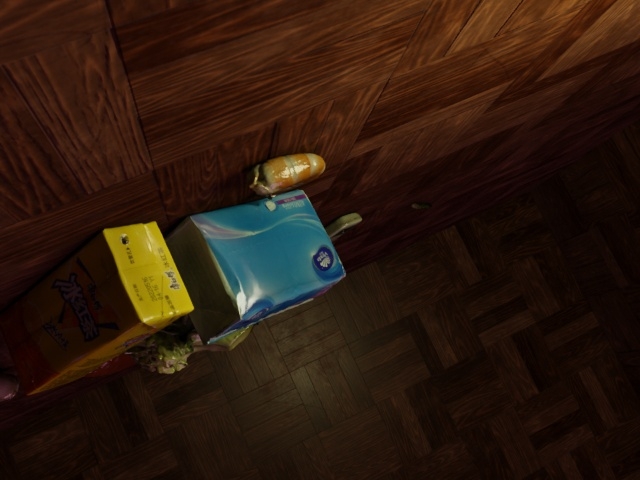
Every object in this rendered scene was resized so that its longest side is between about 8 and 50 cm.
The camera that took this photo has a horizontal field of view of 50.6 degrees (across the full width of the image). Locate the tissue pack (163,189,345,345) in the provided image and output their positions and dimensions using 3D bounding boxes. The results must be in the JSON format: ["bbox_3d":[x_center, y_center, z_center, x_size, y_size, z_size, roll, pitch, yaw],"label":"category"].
[{"bbox_3d":[-0.114,0.035,1.185,0.263,0.198,0.146,-17,166,-47],"label":"tissue pack"}]

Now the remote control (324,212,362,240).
[{"bbox_3d":[0.001,0.000,1.883,0.090,0.038,0.309,-18,169,-43],"label":"remote control"}]

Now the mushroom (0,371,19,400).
[{"bbox_3d":[-0.779,0.344,1.588,0.084,0.071,0.209,-17,168,-9],"label":"mushroom"}]

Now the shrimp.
[{"bbox_3d":[-0.073,-0.093,1.065,0.161,0.049,0.166,-22,179,-36],"label":"shrimp"}]

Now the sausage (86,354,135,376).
[{"bbox_3d":[-0.428,0.191,1.374,0.141,0.153,0.268,-16,175,18],"label":"sausage"}]

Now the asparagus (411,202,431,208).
[{"bbox_3d":[0.335,-0.113,2.245,0.233,0.023,0.022,-5,114,-69],"label":"asparagus"}]

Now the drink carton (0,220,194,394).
[{"bbox_3d":[-0.366,0.117,1.078,0.351,0.155,0.111,-31,170,34],"label":"drink carton"}]

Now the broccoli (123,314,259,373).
[{"bbox_3d":[-0.252,0.159,1.293,0.248,0.245,0.288,-67,173,25],"label":"broccoli"}]
